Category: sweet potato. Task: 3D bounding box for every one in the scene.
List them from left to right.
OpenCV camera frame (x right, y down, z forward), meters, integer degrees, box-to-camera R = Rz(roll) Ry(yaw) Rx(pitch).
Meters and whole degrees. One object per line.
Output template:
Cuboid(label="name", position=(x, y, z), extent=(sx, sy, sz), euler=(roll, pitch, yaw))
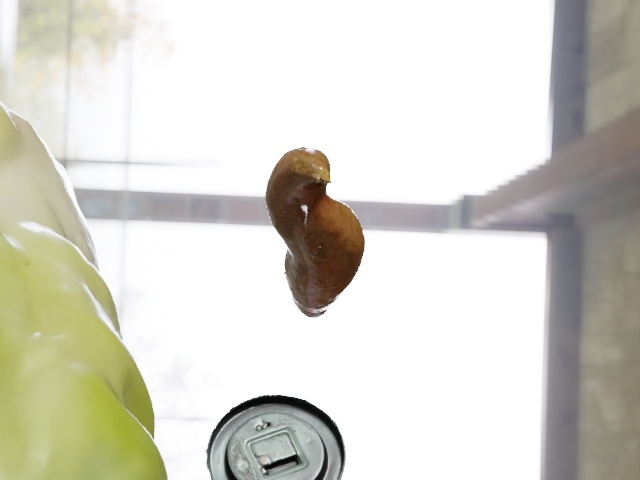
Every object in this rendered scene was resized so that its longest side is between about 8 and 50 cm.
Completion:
Cuboid(label="sweet potato", position=(-0.001, -0.002, 1.217), extent=(0.055, 0.058, 0.202), euler=(52, -16, 30))

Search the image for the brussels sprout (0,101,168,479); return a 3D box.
Cuboid(label="brussels sprout", position=(-0.154, 0.092, 0.529), extent=(0.274, 0.243, 0.316), euler=(6, 94, -85))

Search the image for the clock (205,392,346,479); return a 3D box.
Cuboid(label="clock", position=(-0.027, 0.131, 1.092), extent=(0.017, 0.085, 0.085), euler=(94, -4, -53))
